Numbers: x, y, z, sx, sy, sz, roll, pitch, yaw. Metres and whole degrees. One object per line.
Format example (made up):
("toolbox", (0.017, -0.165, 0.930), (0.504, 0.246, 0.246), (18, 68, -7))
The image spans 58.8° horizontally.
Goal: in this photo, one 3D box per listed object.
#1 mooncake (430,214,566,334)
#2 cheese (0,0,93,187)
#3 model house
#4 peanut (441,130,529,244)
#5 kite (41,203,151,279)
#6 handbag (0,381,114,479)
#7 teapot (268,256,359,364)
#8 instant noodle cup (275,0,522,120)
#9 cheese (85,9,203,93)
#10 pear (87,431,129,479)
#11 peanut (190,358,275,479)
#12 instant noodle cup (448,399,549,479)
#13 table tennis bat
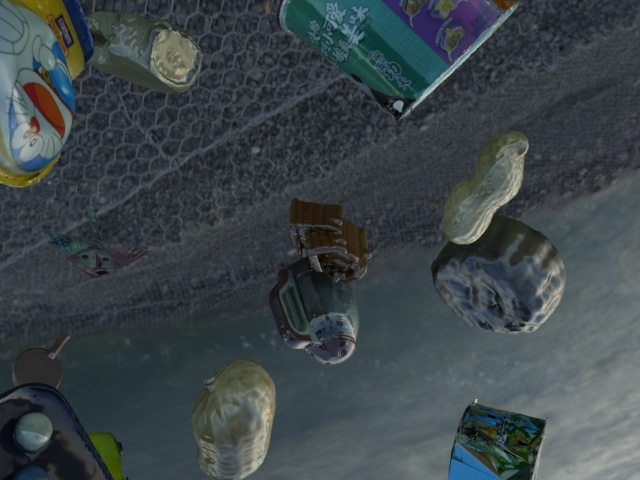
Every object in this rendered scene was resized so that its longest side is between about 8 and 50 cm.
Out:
("mooncake", (0.405, 0.088, 1.312), (0.161, 0.290, 0.290), (-46, 142, -29))
("cheese", (-0.259, -0.154, 0.496), (0.069, 0.270, 0.177), (-4, 131, 4))
("model house", (0.001, 0.001, 1.593), (0.229, 0.199, 0.219), (30, 137, -22))
("peanut", (0.243, -0.077, 0.843), (0.082, 0.082, 0.187), (16, 121, -27))
("kite", (-0.286, 0.001, 0.734), (0.137, 0.152, 0.005), (14, 124, -26))
("handbag", (-0.296, 0.299, 0.478), (0.118, 0.326, 0.269), (-33, 93, 25))
("teapot", (-0.020, 0.219, 1.721), (0.315, 0.312, 0.233), (19, 131, -36))
("instant noodle cup", (0.100, -0.277, 0.681), (0.190, 0.251, 0.251), (46, 113, -1))
("cheese", (-0.305, -0.314, 0.948), (0.202, 0.091, 0.175), (15, 178, 14))
("pear", (-0.439, 0.414, 0.783), (0.282, 0.176, 0.286), (7, 136, -39))
("peanut", (-0.137, 0.288, 0.885), (0.129, 0.129, 0.224), (0, 117, -16))
("instant noodle cup", (0.414, 0.495, 1.324), (0.178, 0.240, 0.240), (13, 141, 27))
("table tennis bat", (-0.558, 0.246, 1.209), (0.119, 0.170, 0.107), (-26, 117, 27))
